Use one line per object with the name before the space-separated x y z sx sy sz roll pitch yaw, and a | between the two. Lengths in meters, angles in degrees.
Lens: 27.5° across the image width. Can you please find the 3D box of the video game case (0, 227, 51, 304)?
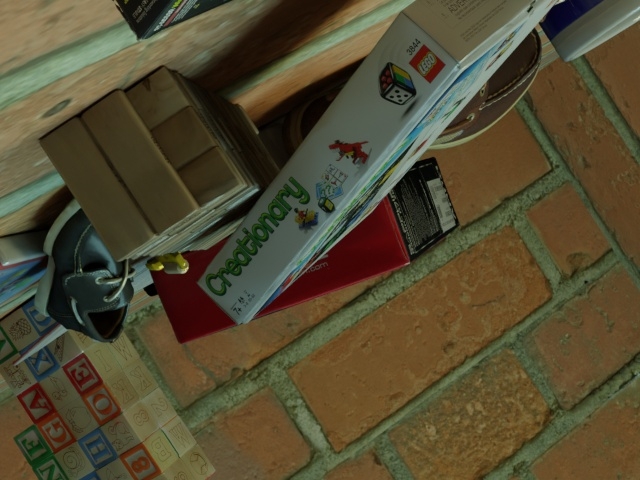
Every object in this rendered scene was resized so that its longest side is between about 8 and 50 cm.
video game case | -0.347 0.075 1.136 0.285 0.025 0.204 -33 178 11

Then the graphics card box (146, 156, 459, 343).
graphics card box | 0.000 0.000 1.323 0.233 0.094 0.371 -21 -178 14

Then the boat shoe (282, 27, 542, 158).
boat shoe | 0.121 -0.162 1.343 0.342 0.123 0.123 -24 176 -32

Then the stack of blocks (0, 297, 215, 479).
stack of blocks | -0.287 0.211 1.600 0.171 0.297 0.087 -32 -179 29

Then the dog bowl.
dog bowl | 0.354 -0.310 1.438 0.265 0.104 0.265 -33 178 -1

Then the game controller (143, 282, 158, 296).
game controller | -0.137 -0.010 1.955 0.166 0.067 0.319 -33 179 35

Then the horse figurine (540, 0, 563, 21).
horse figurine | 0.249 -0.276 1.151 0.174 0.066 0.263 -38 -179 -2

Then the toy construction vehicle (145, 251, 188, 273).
toy construction vehicle | -0.146 -0.018 1.116 0.035 0.098 0.086 -40 -161 -33

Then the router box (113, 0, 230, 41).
router box | -0.026 -0.135 0.521 0.092 0.038 0.122 -32 178 -34

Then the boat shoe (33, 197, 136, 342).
boat shoe | -0.181 0.016 1.086 0.084 0.079 0.233 -46 172 -31

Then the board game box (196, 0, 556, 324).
board game box | 0.045 -0.078 0.917 0.193 0.053 0.305 -41 174 -45

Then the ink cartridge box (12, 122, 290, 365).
ink cartridge box | -0.186 0.005 1.372 0.261 0.066 0.296 -31 178 -39

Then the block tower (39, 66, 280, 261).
block tower | -0.094 -0.049 0.948 0.091 0.097 0.335 -32 180 6
